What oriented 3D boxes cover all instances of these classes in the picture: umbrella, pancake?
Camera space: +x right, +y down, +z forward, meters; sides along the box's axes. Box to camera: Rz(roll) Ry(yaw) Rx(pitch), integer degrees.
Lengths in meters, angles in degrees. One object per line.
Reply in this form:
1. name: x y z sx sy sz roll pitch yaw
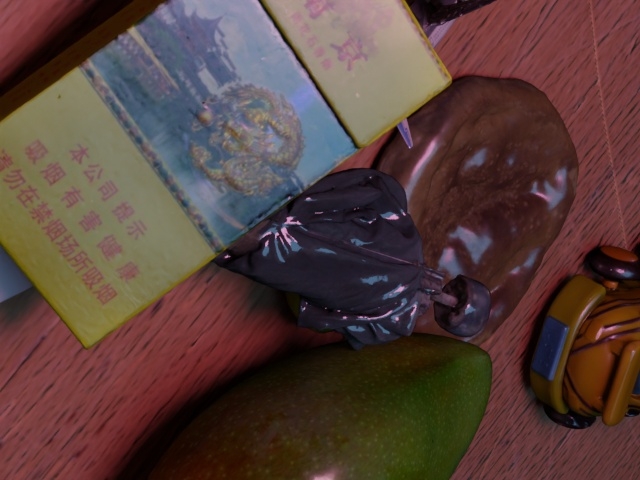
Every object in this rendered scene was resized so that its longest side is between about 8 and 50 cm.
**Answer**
1. umbrella: -0.002 0.000 1.488 0.349 0.094 0.143 22 120 -34
2. pancake: 0.131 -0.015 1.701 0.294 0.049 0.294 -24 128 -34

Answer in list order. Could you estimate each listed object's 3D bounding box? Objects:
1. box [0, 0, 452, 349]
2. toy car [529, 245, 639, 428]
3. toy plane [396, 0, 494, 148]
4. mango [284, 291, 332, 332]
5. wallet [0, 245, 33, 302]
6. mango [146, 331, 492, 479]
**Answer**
1. box: -0.086 -0.091 1.319 0.335 0.047 0.187 -37 118 -3
2. toy car: 0.340 0.114 1.928 0.248 0.142 0.200 -10 122 -41
3. toy plane: 0.079 -0.161 1.493 0.058 0.226 0.226 43 40 -20
4. mango: -0.001 0.029 1.584 0.073 0.056 0.108 -41 131 -25
5. wallet: -0.232 0.017 1.358 0.122 0.025 0.061 -28 130 -32
6. mango: 0.002 0.193 1.572 0.382 0.201 0.225 -32 153 -30
